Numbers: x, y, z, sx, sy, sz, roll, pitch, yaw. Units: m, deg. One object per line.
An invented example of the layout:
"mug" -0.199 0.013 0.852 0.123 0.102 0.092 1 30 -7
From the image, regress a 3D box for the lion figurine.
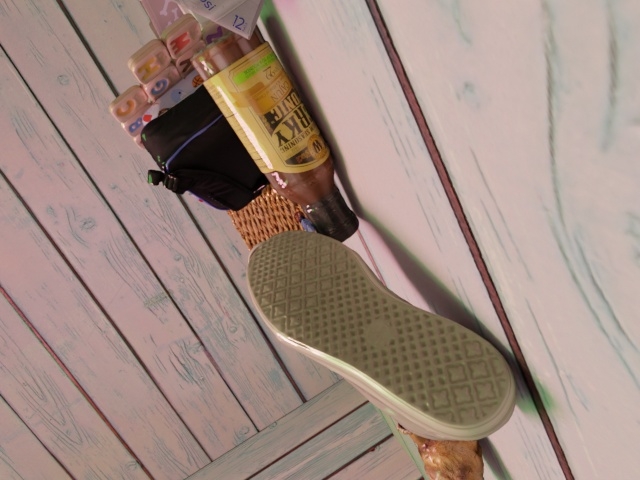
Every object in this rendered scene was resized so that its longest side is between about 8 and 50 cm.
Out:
"lion figurine" 0.181 0.293 0.892 0.240 0.142 0.392 57 -169 -47

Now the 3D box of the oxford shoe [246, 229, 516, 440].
"oxford shoe" 0.053 0.120 0.652 0.449 0.169 0.130 30 161 39

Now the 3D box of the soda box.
"soda box" -0.157 -0.344 0.592 0.098 0.091 0.286 14 -156 -35

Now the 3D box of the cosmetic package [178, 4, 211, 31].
"cosmetic package" -0.254 -0.487 0.917 0.239 0.060 0.099 58 174 11

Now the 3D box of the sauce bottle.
"sauce bottle" -0.050 -0.145 0.710 0.344 0.111 0.111 56 174 -24

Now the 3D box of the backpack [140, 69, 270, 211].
"backpack" -0.186 -0.187 0.908 0.213 0.276 0.263 52 178 29

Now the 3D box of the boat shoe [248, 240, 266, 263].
"boat shoe" -0.016 0.125 1.085 0.340 0.127 0.113 39 -172 -16

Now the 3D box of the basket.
"basket" -0.118 -0.103 1.361 0.299 0.223 0.213 68 -159 -47

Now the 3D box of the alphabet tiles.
"alphabet tiles" -0.260 -0.294 0.899 0.021 0.278 0.284 45 169 8

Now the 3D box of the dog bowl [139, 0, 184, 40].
"dog bowl" -0.524 -0.778 1.405 0.349 0.102 0.349 58 173 12

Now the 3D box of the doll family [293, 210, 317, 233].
"doll family" 0.000 0.000 1.091 0.111 0.076 0.193 -123 12 -49
